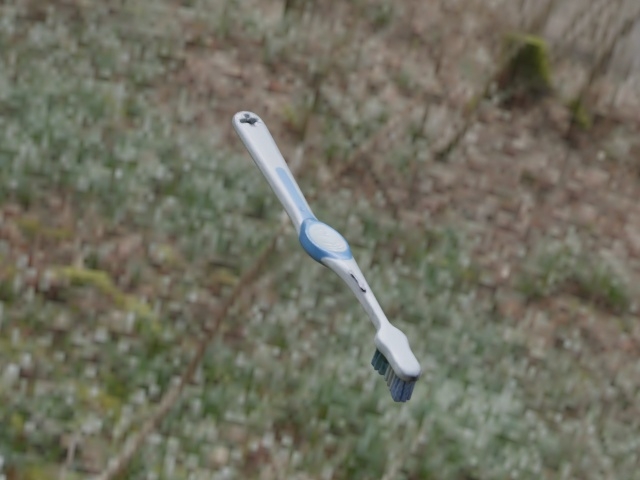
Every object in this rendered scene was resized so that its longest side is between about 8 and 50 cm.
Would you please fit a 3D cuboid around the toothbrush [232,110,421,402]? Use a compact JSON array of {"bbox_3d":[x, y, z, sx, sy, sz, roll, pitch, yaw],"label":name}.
[{"bbox_3d":[0.001,-0.004,1.704,0.040,0.040,0.386,-6,42,-25],"label":"toothbrush"}]
